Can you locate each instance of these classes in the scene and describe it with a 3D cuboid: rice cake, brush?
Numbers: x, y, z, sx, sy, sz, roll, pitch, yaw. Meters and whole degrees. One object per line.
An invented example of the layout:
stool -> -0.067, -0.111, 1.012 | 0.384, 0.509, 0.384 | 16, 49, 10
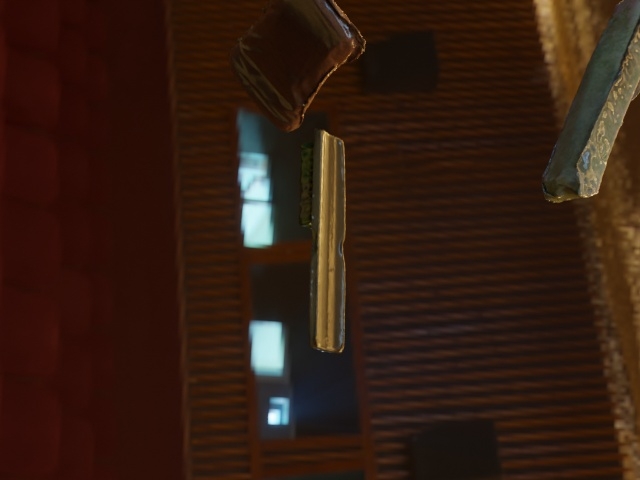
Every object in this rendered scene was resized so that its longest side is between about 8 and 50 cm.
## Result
rice cake -> 0.228, -0.114, 1.086 | 0.043, 0.034, 0.210 | -7, -131, 50
brush -> 0.000, 0.000, 1.659 | 0.048, 0.054, 0.282 | -21, -119, 41

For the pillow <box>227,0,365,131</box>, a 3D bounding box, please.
pillow -> -0.035, -0.223, 1.599 | 0.135, 0.034, 0.211 | 51, -41, 5

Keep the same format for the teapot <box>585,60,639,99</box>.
teapot -> 0.403, -0.226, 1.829 | 0.083, 0.064, 0.064 | -51, -134, 18
